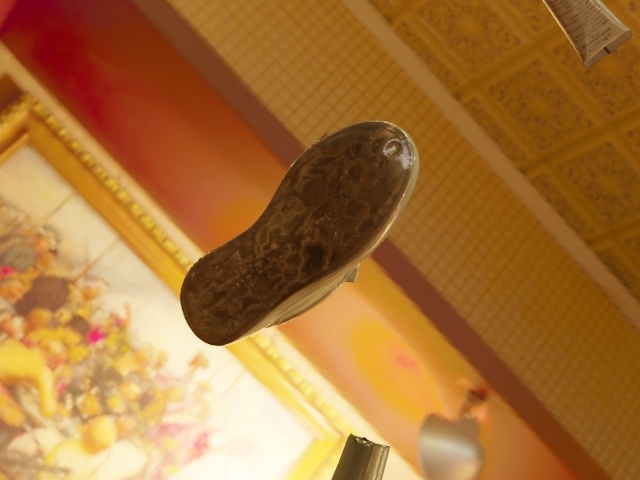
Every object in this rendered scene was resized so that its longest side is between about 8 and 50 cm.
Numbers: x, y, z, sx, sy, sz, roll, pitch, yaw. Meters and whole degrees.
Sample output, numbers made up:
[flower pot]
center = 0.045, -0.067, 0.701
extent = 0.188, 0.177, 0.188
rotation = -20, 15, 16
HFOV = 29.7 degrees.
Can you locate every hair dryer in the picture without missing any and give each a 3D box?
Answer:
[hair dryer]
center = 0.041, 0.285, 1.141
extent = 0.088, 0.225, 0.219
rotation = 15, -78, 32

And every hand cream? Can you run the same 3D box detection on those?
[hand cream]
center = 0.276, -0.282, 1.368
extent = 0.067, 0.042, 0.194
rotation = -37, -63, 17

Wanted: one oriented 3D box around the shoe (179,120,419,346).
[shoe]
center = 0.000, 0.000, 1.288
extent = 0.316, 0.159, 0.124
rotation = -37, -109, 20
